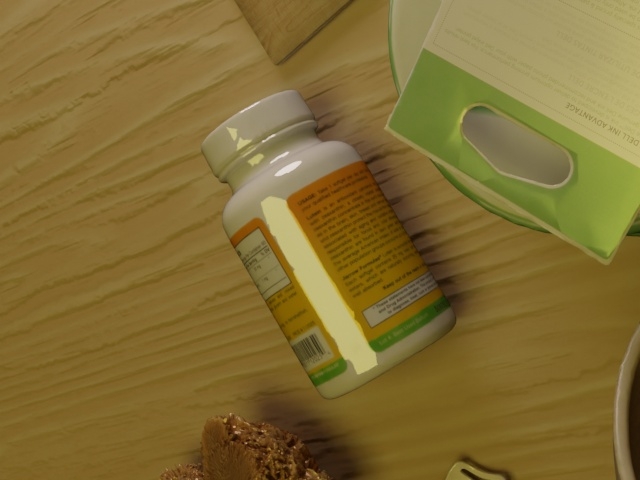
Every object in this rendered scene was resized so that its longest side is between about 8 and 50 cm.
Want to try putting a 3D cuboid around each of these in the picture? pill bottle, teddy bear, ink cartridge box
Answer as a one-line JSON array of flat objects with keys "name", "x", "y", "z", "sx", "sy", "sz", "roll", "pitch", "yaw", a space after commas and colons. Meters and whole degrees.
[{"name": "pill bottle", "x": 0.000, "y": 0.000, "z": 0.874, "sx": 0.136, "sy": 0.136, "sz": 0.246, "roll": -33, "pitch": 85, "yaw": 35}, {"name": "teddy bear", "x": -0.080, "y": 0.330, "z": 1.026, "sx": 0.245, "sy": 0.113, "sz": 0.338, "roll": 15, "pitch": 102, "yaw": 46}, {"name": "ink cartridge box", "x": 0.157, "y": -0.130, "z": 0.576, "sx": 0.171, "sy": 0.056, "sz": 0.235, "roll": 35, "pitch": 117, "yaw": 25}]

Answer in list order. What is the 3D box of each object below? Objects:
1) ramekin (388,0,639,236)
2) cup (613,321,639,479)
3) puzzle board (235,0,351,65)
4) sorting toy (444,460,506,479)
[{"name": "ramekin", "x": 0.193, "y": -0.143, "z": 0.674, "sx": 0.303, "sy": 0.148, "sz": 0.303, "roll": 6, "pitch": 102, "yaw": 33}, {"name": "cup", "x": 0.343, "y": 0.187, "z": 0.629, "sx": 0.331, "sy": 0.331, "sz": 0.237, "roll": 22, "pitch": 147, "yaw": 26}, {"name": "puzzle board", "x": -0.021, "y": -0.231, "z": 0.896, "sx": 0.128, "sy": 0.011, "sz": 0.096, "roll": -35, "pitch": 83, "yaw": 34}, {"name": "sorting toy", "x": 0.139, "y": 0.242, "z": 0.917, "sx": 0.083, "sy": 0.045, "sz": 0.075, "roll": 17, "pitch": 105, "yaw": 28}]
